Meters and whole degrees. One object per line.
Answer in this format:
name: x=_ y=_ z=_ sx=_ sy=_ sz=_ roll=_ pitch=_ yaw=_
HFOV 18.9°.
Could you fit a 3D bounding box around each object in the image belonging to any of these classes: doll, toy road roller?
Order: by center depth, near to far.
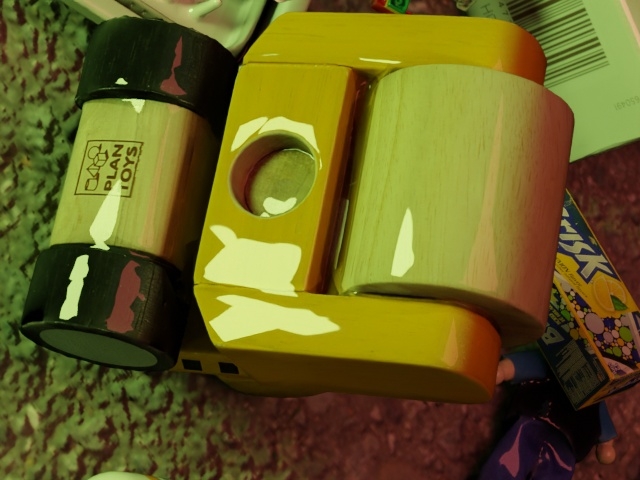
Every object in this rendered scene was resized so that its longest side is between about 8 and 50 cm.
toy road roller: x=0.000 y=0.000 z=1.158 sx=0.240 sy=0.330 sz=0.202 roll=44 pitch=53 yaw=-60
doll: x=0.159 y=0.132 z=1.378 sx=0.129 sy=0.046 sz=0.189 roll=40 pitch=61 yaw=-21

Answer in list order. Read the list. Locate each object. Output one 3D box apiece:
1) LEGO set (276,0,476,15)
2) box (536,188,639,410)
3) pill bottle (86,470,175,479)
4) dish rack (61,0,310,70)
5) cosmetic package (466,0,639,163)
LEGO set: x=0.011 y=-0.224 z=1.292 sx=0.182 sy=0.060 sz=0.244 roll=-18 pitch=81 yaw=-32
box: x=0.173 y=0.032 z=1.373 sx=0.059 sy=0.054 sz=0.169 roll=-16 pitch=69 yaw=-34
pill bottle: x=-0.087 y=0.212 z=1.145 sx=0.246 sy=0.136 sz=0.136 roll=14 pitch=72 yaw=-30
dish rack: x=-0.137 y=-0.273 z=1.260 sx=0.333 sy=0.072 sz=0.285 roll=31 pitch=63 yaw=-24
cosmetic package: x=0.322 y=-0.242 z=1.495 sx=0.453 sy=0.161 sz=0.230 roll=-25 pitch=93 yaw=-34
